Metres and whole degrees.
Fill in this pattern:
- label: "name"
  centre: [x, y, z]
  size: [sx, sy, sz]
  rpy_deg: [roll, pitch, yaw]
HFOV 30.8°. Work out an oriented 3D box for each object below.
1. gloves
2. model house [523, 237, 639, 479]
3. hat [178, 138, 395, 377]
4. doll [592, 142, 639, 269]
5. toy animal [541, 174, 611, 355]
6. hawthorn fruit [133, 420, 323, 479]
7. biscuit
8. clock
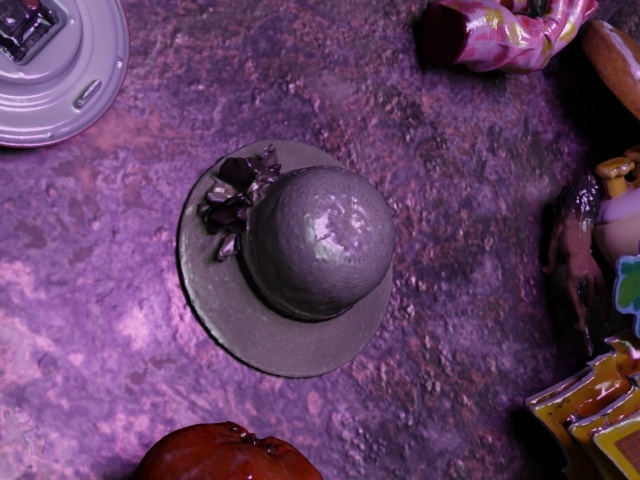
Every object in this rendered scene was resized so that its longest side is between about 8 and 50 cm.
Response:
- label: "gloves"
  centre: [0.239, -0.256, 1.386]
  size: [0.241, 0.145, 0.126]
  rpy_deg: [-4, 87, -29]
- label: "model house"
  centre: [0.404, 0.159, 1.246]
  size: [0.313, 0.242, 0.357]
  rpy_deg: [12, 96, -24]
- label: "hat"
  centre: [0.000, 0.000, 1.156]
  size: [0.257, 0.130, 0.257]
  rpy_deg: [10, 70, -29]
- label: "doll"
  centre: [0.425, 0.028, 1.419]
  size: [0.141, 0.117, 0.296]
  rpy_deg: [-29, 92, -28]
- label: "toy animal"
  centre: [0.301, 0.030, 1.361]
  size: [0.069, 0.086, 0.219]
  rpy_deg: [-1, 71, -7]
- label: "hawthorn fruit"
  centre: [-0.088, 0.260, 1.000]
  size: [0.185, 0.185, 0.202]
  rpy_deg: [24, 79, -24]
- label: "biscuit"
  centre: [0.455, -0.136, 1.436]
  size: [0.344, 0.057, 0.287]
  rpy_deg: [42, 23, -14]
- label: "clock"
  centre: [-0.291, -0.201, 1.080]
  size: [0.244, 0.056, 0.244]
  rpy_deg: [10, 70, -29]
